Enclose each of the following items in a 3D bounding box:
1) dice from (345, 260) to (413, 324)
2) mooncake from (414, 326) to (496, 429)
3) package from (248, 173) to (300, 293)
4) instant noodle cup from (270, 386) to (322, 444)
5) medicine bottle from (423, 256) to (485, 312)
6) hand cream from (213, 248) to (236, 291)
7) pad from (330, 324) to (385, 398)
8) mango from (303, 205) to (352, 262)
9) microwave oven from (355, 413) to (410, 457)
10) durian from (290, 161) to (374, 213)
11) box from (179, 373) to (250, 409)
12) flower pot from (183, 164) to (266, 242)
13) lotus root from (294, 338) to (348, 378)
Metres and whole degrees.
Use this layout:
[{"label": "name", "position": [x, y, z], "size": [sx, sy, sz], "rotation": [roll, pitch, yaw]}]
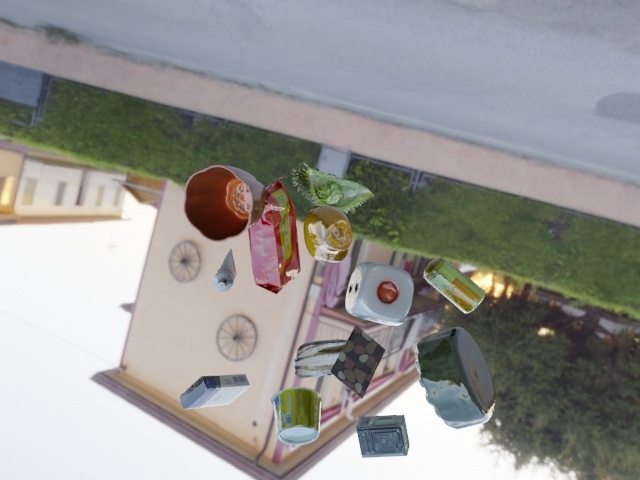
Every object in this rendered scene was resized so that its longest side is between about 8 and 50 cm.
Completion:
[{"label": "dice", "position": [0.206, 0.187, 1.611], "size": [0.193, 0.194, 0.192], "rotation": [16, 169, -11]}, {"label": "mooncake", "position": [0.502, 0.514, 1.713], "size": [0.194, 0.356, 0.356], "rotation": [-28, 158, 30]}, {"label": "package", "position": [-0.173, -0.022, 1.708], "size": [0.123, 0.424, 0.196], "rotation": [3, -160, 21]}, {"label": "instant noodle cup", "position": [-0.087, 0.673, 1.743], "size": [0.205, 0.205, 0.153], "rotation": [14, -142, -17]}, {"label": "medicine bottle", "position": [0.513, 0.169, 1.782], "size": [0.239, 0.124, 0.124], "rotation": [38, -174, 6]}, {"label": "hand cream", "position": [-0.377, 0.132, 1.872], "size": [0.077, 0.124, 0.341], "rotation": [-9, -167, 1]}, {"label": "pad", "position": [0.144, 0.447, 1.700], "size": [0.158, 0.235, 0.003], "rotation": [41, 139, -4]}, {"label": "mango", "position": [0.023, -0.022, 1.457], "size": [0.144, 0.187, 0.359], "rotation": [-27, 169, -11]}, {"label": "microwave oven", "position": [0.277, 0.866, 2.025], "size": [0.208, 0.162, 0.122], "rotation": [-11, 180, 17]}, {"label": "durian", "position": [0.029, -0.217, 1.883], "size": [0.355, 0.169, 0.157], "rotation": [19, -148, -28]}, {"label": "box", "position": [-0.448, 0.643, 1.952], "size": [0.259, 0.168, 0.071], "rotation": [22, -149, -52]}, {"label": "flower pot", "position": [-0.228, -0.104, 1.169], "size": [0.190, 0.191, 0.173], "rotation": [16, -164, 10]}, {"label": "lotus root", "position": [0.037, 0.452, 1.829], "size": [0.329, 0.167, 0.078], "rotation": [3, -157, -28]}]
